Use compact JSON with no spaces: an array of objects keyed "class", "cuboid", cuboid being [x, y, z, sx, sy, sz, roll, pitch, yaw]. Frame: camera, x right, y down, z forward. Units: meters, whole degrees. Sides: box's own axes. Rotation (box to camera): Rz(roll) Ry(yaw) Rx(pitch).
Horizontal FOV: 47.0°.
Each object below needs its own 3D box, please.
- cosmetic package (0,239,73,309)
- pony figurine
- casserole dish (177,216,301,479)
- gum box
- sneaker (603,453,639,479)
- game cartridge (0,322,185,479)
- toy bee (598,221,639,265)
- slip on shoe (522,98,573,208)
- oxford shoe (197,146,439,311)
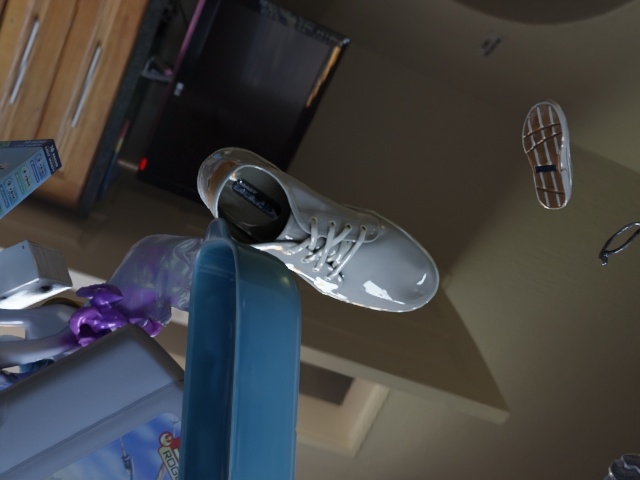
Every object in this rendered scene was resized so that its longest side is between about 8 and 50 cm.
[{"class":"cosmetic package","cuboid":[-0.464,0.079,0.977,0.099,0.239,0.061,53,14,-76]},{"class":"pony figurine","cuboid":[-0.295,0.128,0.930,0.351,0.363,0.303,16,-74,41]},{"class":"casserole dish","cuboid":[-0.041,0.084,0.357,0.114,0.036,0.189,171,-77,-70]},{"class":"gum box","cuboid":[-0.405,-0.058,0.816,0.184,0.156,0.041,-71,156,-58]},{"class":"sneaker","cuboid":[0.300,0.338,0.667,0.105,0.115,0.281,-122,-136,-73]},{"class":"game cartridge","cuboid":[-0.146,0.228,0.577,0.198,0.297,0.062,-29,173,2]},{"class":"toy bee","cuboid":[0.418,0.036,0.736,0.195,0.162,0.298,-42,177,18]},{"class":"slip on shoe","cuboid":[0.268,-0.103,0.848,0.051,0.135,0.041,2,-146,38]},{"class":"oxford shoe","cuboid":[0.000,0.000,1.199,0.169,0.449,0.130,-58,-166,10]}]
